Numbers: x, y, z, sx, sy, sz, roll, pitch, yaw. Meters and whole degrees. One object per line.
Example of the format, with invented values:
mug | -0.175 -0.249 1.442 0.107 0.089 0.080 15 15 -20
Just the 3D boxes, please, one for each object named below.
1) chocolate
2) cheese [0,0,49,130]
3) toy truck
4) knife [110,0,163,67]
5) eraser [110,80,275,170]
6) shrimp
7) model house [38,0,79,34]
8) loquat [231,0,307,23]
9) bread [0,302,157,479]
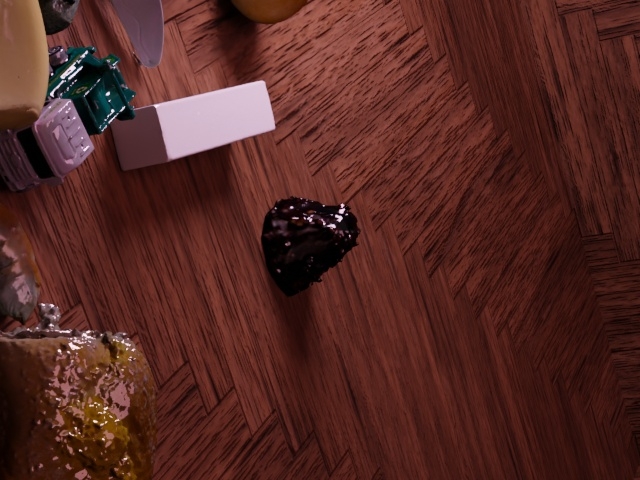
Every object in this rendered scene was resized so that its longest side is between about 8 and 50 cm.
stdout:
chocolate | 0.000 0.000 2.085 0.156 0.133 0.156 25 61 -56
cheese | -0.400 -0.256 1.389 0.260 0.128 0.315 -6 80 -59
toy truck | -0.290 -0.149 1.580 0.110 0.116 0.216 67 30 -25
knife | -0.269 -0.365 1.736 0.336 0.081 0.043 61 4 -37
eraser | -0.169 -0.160 1.865 0.298 0.078 0.076 -25 105 -62
shrimp | -0.367 0.027 1.454 0.166 0.049 0.161 -26 102 -61
model house | -0.319 -0.289 1.611 0.066 0.079 0.083 40 49 -50
loquat | -0.073 -0.402 2.057 0.137 0.163 0.163 44 34 -3
bread | -0.271 0.188 1.438 0.196 0.176 0.246 10 76 -59
